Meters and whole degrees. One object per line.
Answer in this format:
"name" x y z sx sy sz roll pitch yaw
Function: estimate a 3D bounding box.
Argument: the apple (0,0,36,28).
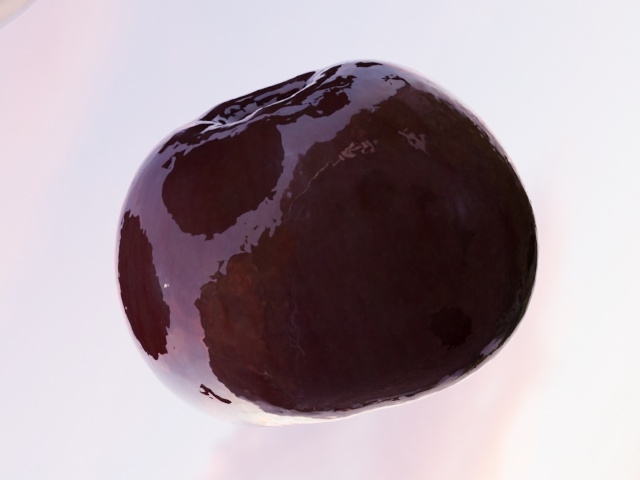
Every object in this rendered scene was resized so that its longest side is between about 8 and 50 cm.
"apple" -0.190 -0.179 0.473 0.306 0.235 0.306 166 90 -80

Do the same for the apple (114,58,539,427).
"apple" 0.000 0.000 0.555 0.153 0.153 0.120 -33 -71 -58
